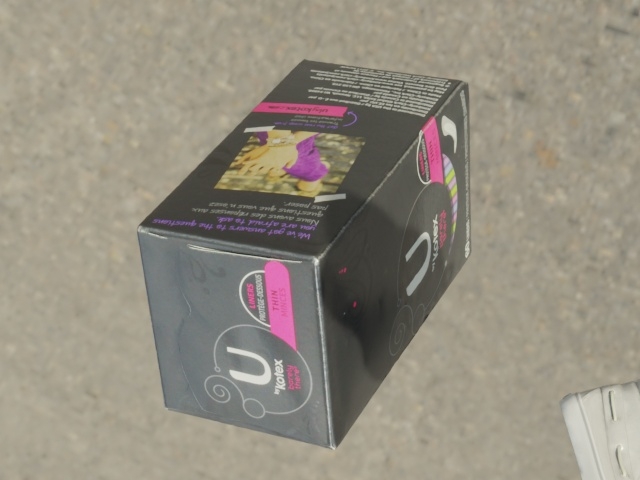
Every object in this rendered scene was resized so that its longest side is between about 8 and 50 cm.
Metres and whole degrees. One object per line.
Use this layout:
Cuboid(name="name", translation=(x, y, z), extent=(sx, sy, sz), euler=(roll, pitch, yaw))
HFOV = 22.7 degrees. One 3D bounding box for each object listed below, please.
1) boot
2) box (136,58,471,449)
Cuboid(name="boot", translation=(0.363, 0.276, 1.808), extent=(0.123, 0.258, 0.095), euler=(-18, 152, 7))
Cuboid(name="box", translation=(0.000, 0.000, 1.177), extent=(0.143, 0.270, 0.165), euler=(11, 126, 24))
